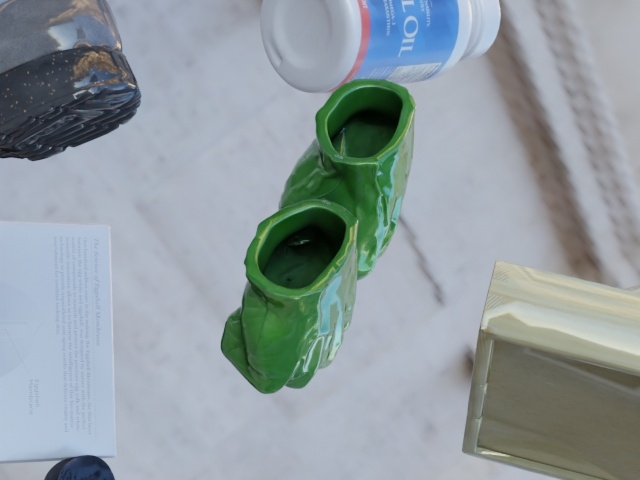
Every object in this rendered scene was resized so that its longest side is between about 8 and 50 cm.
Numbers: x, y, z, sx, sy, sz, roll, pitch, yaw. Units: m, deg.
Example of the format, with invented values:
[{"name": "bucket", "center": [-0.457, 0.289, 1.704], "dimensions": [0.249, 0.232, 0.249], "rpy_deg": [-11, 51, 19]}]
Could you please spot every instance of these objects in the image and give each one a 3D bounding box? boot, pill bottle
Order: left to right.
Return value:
[{"name": "boot", "center": [-0.302, -0.140, 1.370], "dimensions": [0.118, 0.338, 0.223], "rpy_deg": [59, 11, -75]}, {"name": "pill bottle", "center": [0.062, -0.206, 1.807], "dimensions": [0.124, 0.221, 0.124], "rpy_deg": [12, -73, 43]}]

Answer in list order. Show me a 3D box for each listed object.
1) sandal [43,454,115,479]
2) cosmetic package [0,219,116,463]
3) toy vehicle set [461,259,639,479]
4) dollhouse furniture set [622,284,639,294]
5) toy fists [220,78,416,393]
[{"name": "sandal", "center": [-0.182, 0.318, 1.764], "dimensions": [0.054, 0.097, 0.255], "rpy_deg": [-15, -79, 42]}, {"name": "cosmetic package", "center": [-0.319, 0.096, 1.808], "dimensions": [0.138, 0.224, 0.224], "rpy_deg": [-8, -99, 52]}, {"name": "toy vehicle set", "center": [0.200, 0.089, 0.895], "dimensions": [0.266, 0.035, 0.166], "rpy_deg": [14, -24, 7]}, {"name": "dollhouse furniture set", "center": [0.314, 0.102, 1.712], "dimensions": [0.184, 0.129, 0.129], "rpy_deg": [63, 12, -79]}, {"name": "toy fists", "center": [0.000, 0.000, 1.547], "dimensions": [0.096, 0.279, 0.142], "rpy_deg": [14, -43, 12]}]
